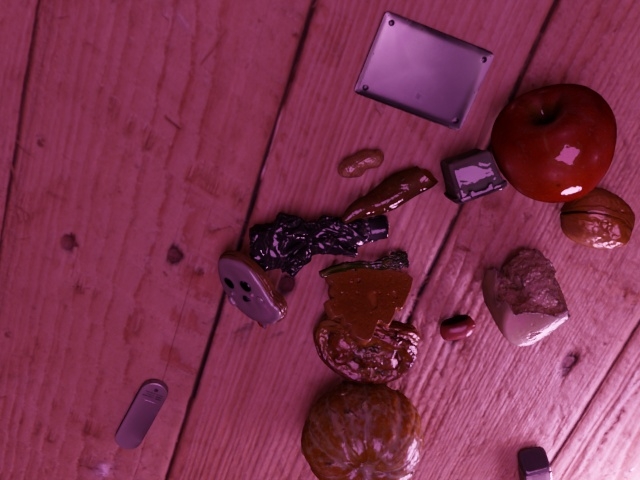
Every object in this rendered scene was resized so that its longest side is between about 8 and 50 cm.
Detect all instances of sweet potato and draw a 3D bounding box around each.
[{"bbox_3d":[0.154,-0.108,1.511,0.243,0.077,0.077,-25,115,-2],"label":"sweet potato"}]

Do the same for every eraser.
[{"bbox_3d":[0.662,0.778,1.976,0.089,0.061,0.352,-13,116,2],"label":"eraser"}]

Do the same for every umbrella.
[{"bbox_3d":[-0.002,0.012,1.533,0.336,0.128,0.154,2,113,-9],"label":"umbrella"}]

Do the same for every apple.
[{"bbox_3d":[0.500,-0.206,1.399,0.260,0.260,0.216,-25,133,7],"label":"apple"}]

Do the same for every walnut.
[{"bbox_3d":[0.657,-0.055,1.548,0.180,0.144,0.144,13,113,-7],"label":"walnut"}]

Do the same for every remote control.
[{"bbox_3d":[-0.488,0.476,1.764,0.077,0.022,0.245,25,110,-17],"label":"remote control"}]

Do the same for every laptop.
[{"bbox_3d":[0.230,-0.370,1.430,0.269,0.015,0.188,17,112,-12],"label":"laptop"}]

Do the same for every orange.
[{"bbox_3d":[0.113,0.534,1.716,0.329,0.249,0.329,1,111,1],"label":"orange"}]

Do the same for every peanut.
[{"bbox_3d":[0.093,-0.177,1.492,0.113,0.054,0.054,-23,115,6],"label":"peanut"}]

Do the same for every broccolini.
[{"bbox_3d":[0.109,0.061,1.567,0.239,0.054,0.051,-7,128,-21],"label":"broccolini"}]

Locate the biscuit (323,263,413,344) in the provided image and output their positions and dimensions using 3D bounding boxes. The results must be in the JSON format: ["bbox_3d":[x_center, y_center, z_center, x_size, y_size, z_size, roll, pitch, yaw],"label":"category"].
[{"bbox_3d":[0.122,0.137,1.595,0.238,0.212,0.041,-18,159,-18],"label":"biscuit"}]

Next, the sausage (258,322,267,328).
[{"bbox_3d":[-0.164,0.142,1.632,0.028,0.025,0.198,-19,116,-12],"label":"sausage"}]

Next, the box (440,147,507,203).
[{"bbox_3d":[0.337,-0.151,1.465,0.124,0.172,0.093,-20,99,4],"label":"box"}]

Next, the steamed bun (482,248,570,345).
[{"bbox_3d":[0.491,0.133,1.570,0.170,0.225,0.200,35,109,-18],"label":"steamed bun"}]

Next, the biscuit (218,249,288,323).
[{"bbox_3d":[-0.175,0.118,1.547,0.181,0.049,0.208,-8,121,49],"label":"biscuit"}]

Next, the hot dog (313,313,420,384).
[{"bbox_3d":[0.118,0.267,1.662,0.272,0.122,0.196,16,119,-13],"label":"hot dog"}]

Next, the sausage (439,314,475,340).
[{"bbox_3d":[0.358,0.229,1.695,0.094,0.059,0.054,-16,106,4],"label":"sausage"}]
